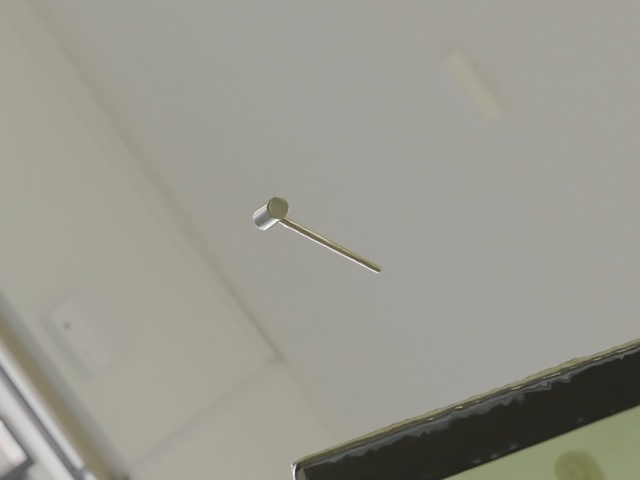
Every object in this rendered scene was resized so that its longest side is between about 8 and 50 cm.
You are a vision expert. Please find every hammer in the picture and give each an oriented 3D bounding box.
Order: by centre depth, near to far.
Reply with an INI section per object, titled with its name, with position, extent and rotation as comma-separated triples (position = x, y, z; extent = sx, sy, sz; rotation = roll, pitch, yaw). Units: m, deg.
[hammer]
position = 0.000, 0.000, 1.515
extent = 0.110, 0.019, 0.035
rotation = 29, -22, -12

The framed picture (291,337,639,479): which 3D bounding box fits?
[framed picture]
position = 0.187, 0.182, 1.001
extent = 0.016, 0.347, 0.265
rotation = -147, -143, -86
